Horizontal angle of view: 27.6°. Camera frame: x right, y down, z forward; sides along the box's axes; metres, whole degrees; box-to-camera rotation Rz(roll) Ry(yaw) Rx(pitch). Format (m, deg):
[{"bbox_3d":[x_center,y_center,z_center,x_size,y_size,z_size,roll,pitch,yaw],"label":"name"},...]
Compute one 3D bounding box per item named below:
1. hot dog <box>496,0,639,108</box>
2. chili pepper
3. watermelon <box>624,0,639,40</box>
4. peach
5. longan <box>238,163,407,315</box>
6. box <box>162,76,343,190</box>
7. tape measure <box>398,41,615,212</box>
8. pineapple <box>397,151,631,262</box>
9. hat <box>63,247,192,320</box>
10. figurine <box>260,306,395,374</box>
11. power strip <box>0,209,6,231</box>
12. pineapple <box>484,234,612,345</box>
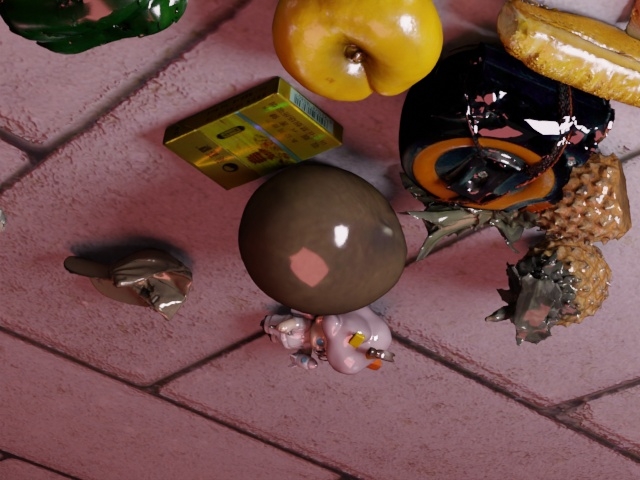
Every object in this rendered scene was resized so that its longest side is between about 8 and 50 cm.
[{"bbox_3d":[0.309,-0.181,1.379,0.289,0.083,0.068,19,130,-24],"label":"hot dog"},{"bbox_3d":[-0.252,-0.272,1.271,0.261,0.174,0.165,1,173,26],"label":"chili pepper"},{"bbox_3d":[0.369,-0.239,1.292,0.087,0.069,0.163,7,147,-3],"label":"watermelon"},{"bbox_3d":[0.039,-0.215,1.361,0.179,0.103,0.179,4,151,2],"label":"peach"},{"bbox_3d":[0.000,0.000,1.634,0.220,0.197,0.196,15,150,-38],"label":"longan"},{"bbox_3d":[-0.084,-0.128,1.596,0.193,0.030,0.121,-20,139,35],"label":"box"},{"bbox_3d":[0.192,-0.118,1.459,0.202,0.135,0.223,19,149,-17],"label":"tape measure"},{"bbox_3d":[0.233,-0.043,1.594,0.277,0.119,0.130,-7,171,23],"label":"pineapple"},{"bbox_3d":[-0.283,0.039,1.882,0.175,0.085,0.147,18,166,25],"label":"hat"},{"bbox_3d":[0.020,0.143,1.949,0.229,0.112,0.137,5,143,28],"label":"figurine"},{"bbox_3d":[-0.489,-0.031,1.839,0.090,0.016,0.040,4,148,2],"label":"power strip"},{"bbox_3d":[0.289,0.062,1.650,0.128,0.128,0.248,-11,-176,27],"label":"pineapple"}]
